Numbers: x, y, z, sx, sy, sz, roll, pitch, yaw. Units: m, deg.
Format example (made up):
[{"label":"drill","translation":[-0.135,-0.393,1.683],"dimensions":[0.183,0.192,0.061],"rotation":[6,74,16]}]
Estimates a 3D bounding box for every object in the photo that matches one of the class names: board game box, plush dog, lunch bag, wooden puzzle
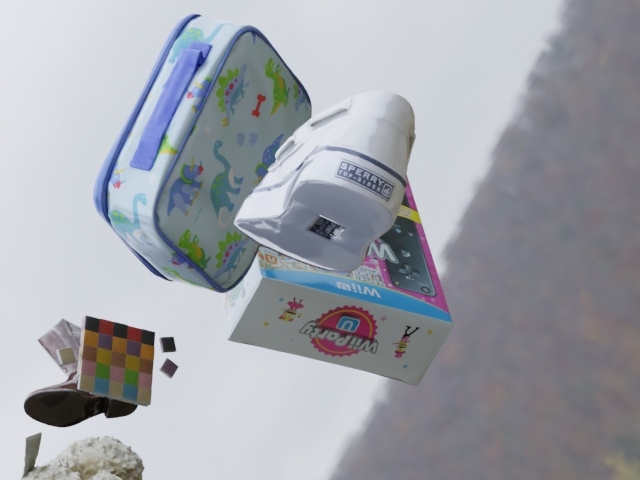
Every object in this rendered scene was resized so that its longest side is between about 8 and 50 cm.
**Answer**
[{"label":"board game box","translation":[0.000,0.000,2.130],"dimensions":[0.097,0.224,0.303],"rotation":[-60,27,33]},{"label":"plush dog","translation":[-0.239,0.343,2.214],"dimensions":[0.210,0.225,0.262],"rotation":[61,-132,-66]},{"label":"lunch bag","translation":[-0.102,-0.079,1.768],"dimensions":[0.176,0.090,0.219],"rotation":[47,-118,-54]},{"label":"wooden puzzle","translation":[-0.127,0.075,1.244],"dimensions":[0.006,0.083,0.049],"rotation":[-33,48,51]}]

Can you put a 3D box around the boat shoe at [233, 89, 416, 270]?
[{"label":"boat shoe","translation":[0.012,-0.040,1.365],"dimensions":[0.084,0.095,0.258],"rotation":[-67,14,-15]}]

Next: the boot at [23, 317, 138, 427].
[{"label":"boot","translation":[-0.218,0.106,1.666],"dimensions":[0.106,0.114,0.037],"rotation":[5,-58,-37]}]
